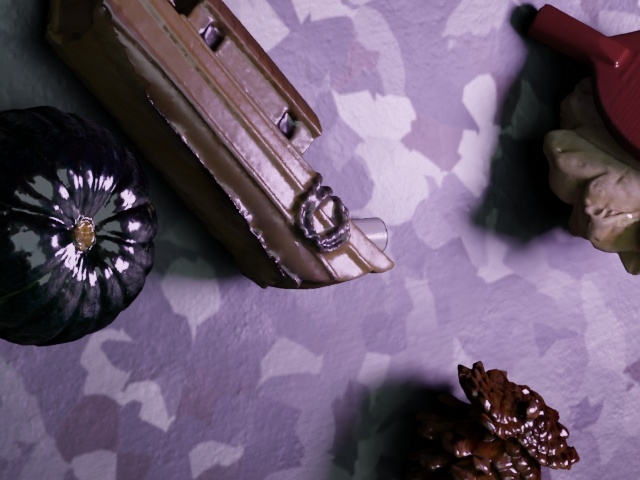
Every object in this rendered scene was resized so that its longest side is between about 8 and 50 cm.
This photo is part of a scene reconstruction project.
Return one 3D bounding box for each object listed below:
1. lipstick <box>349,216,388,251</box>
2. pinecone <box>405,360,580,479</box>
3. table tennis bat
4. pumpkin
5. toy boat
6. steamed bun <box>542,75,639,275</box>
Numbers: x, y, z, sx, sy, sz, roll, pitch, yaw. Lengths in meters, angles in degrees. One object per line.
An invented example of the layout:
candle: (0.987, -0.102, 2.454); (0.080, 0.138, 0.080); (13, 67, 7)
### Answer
lipstick: (0.000, 0.000, 1.843); (0.141, 0.040, 0.040); (-5, 97, -29)
pinecone: (0.175, 0.231, 1.902); (0.179, 0.150, 0.195); (25, 82, -30)
table tennis bat: (0.366, -0.167, 1.930); (0.310, 0.038, 0.200); (31, 57, 15)
pumpkin: (-0.252, -0.013, 1.624); (0.220, 0.162, 0.220); (-8, 102, -41)
toy boat: (-0.092, -0.115, 1.716); (0.445, 0.136, 0.162); (51, 56, -21)
steamed bun: (0.390, -0.081, 1.979); (0.292, 0.295, 0.137); (-14, 145, -7)
